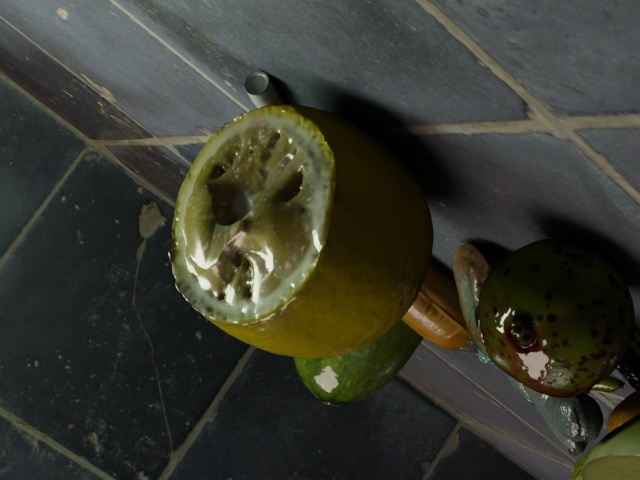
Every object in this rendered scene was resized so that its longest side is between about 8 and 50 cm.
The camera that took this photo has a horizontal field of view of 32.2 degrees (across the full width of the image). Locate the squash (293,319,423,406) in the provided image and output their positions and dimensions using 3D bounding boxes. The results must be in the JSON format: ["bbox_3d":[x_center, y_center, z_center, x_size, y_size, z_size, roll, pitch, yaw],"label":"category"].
[{"bbox_3d":[0.047,0.161,2.183,0.310,0.309,0.310,34,171,6],"label":"squash"}]

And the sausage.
[{"bbox_3d":[0.131,0.058,1.982,0.354,0.116,0.134,39,-176,-11],"label":"sausage"}]

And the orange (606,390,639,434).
[{"bbox_3d":[0.534,0.301,1.755,0.159,0.136,0.159,16,176,1],"label":"orange"}]

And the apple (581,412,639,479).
[{"bbox_3d":[0.563,0.351,1.493,0.360,0.320,0.312,117,137,-69],"label":"apple"}]

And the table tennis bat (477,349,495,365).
[{"bbox_3d":[0.375,0.224,2.024,0.237,0.038,0.149,17,-166,-37],"label":"table tennis bat"}]

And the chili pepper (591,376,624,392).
[{"bbox_3d":[0.444,0.226,1.972,0.201,0.050,0.052,28,-157,24],"label":"chili pepper"}]

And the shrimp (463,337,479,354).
[{"bbox_3d":[0.303,0.195,2.248,0.164,0.062,0.317,31,175,-5],"label":"shrimp"}]

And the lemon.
[{"bbox_3d":[0.000,0.000,1.534,0.364,0.364,0.364,33,170,6],"label":"lemon"}]

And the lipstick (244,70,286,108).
[{"bbox_3d":[-0.072,-0.197,1.624,0.040,0.040,0.141,30,169,24],"label":"lipstick"}]

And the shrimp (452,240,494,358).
[{"bbox_3d":[0.253,0.101,1.637,0.317,0.077,0.168,-122,15,-71],"label":"shrimp"}]

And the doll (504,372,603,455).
[{"bbox_3d":[0.375,0.194,1.661,0.340,0.158,0.246,-172,66,-85],"label":"doll"}]

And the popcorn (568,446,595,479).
[{"bbox_3d":[0.619,0.533,2.177,0.335,0.274,0.279,-88,-12,-74],"label":"popcorn"}]

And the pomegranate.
[{"bbox_3d":[0.295,0.092,1.408,0.198,0.198,0.246,35,-171,-4],"label":"pomegranate"}]

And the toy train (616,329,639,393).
[{"bbox_3d":[0.447,0.163,1.616,0.234,0.051,0.052,42,169,-38],"label":"toy train"}]
